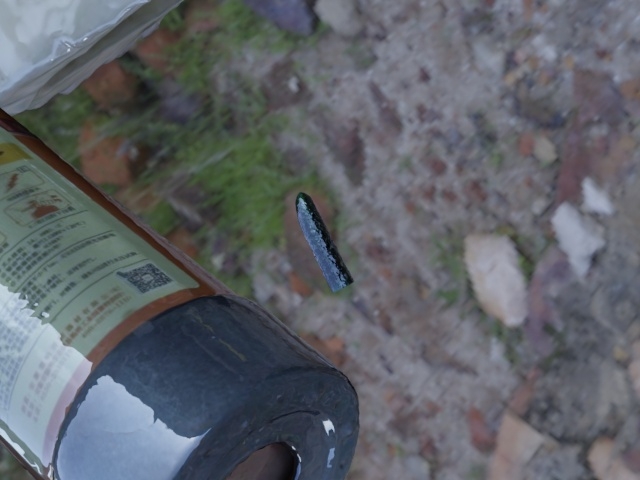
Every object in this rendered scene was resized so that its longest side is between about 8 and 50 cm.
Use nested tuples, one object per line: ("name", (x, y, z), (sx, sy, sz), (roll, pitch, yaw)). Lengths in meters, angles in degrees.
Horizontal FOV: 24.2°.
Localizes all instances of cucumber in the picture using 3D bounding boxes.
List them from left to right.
("cucumber", (0.000, 0.000, 1.880), (0.032, 0.032, 0.133), (-22, 95, 46))

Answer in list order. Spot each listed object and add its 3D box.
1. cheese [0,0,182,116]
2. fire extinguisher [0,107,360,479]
("cheese", (-0.118, -0.221, 0.915), (0.153, 0.332, 0.292), (50, 141, -8))
("fire extinguisher", (-0.168, 0.030, 0.670), (0.376, 0.200, 0.113), (37, 161, 36))
